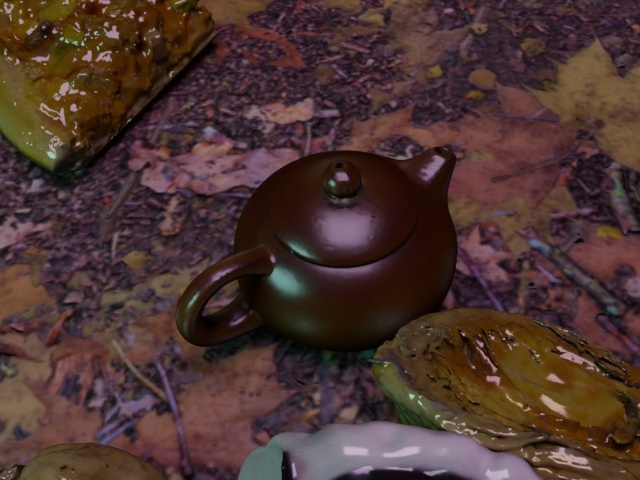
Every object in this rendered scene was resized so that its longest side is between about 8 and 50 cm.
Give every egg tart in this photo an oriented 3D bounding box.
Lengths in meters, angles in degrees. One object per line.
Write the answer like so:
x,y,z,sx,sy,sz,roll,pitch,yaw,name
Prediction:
0.147,0.126,0.538,0.252,0.098,0.232,13,21,2,egg tart

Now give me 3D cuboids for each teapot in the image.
0.000,0.000,0.641,0.252,0.135,0.178,-28,50,-20,teapot

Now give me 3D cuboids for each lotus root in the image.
-0.157,0.170,0.554,0.152,0.063,0.072,7,61,4,lotus root

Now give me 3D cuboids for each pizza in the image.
-0.281,-0.199,0.860,0.258,0.087,0.268,19,56,22,pizza

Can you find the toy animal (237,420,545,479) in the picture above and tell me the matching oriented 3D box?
0.043,0.205,0.432,0.156,0.204,0.208,2,63,-19,toy animal
